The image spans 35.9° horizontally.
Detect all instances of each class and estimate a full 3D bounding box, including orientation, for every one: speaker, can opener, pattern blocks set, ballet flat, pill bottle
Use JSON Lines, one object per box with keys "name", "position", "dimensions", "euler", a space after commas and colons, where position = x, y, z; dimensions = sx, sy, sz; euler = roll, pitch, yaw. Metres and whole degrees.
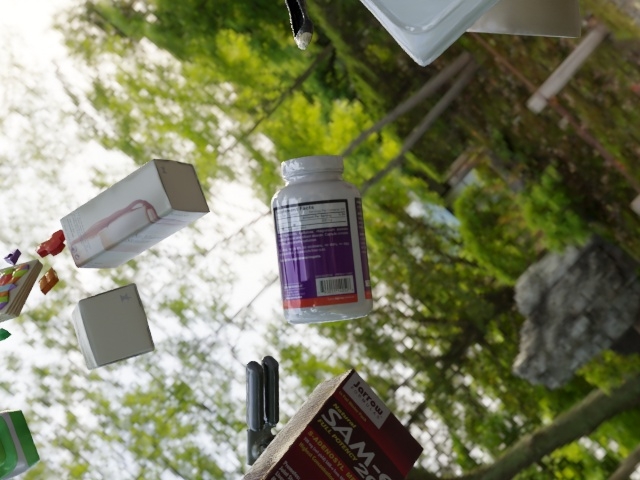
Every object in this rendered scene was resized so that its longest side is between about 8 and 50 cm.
{"name": "speaker", "position": [-0.680, 0.418, 1.824], "dimensions": [0.131, 0.296, 0.131], "euler": [53, 154, 39]}
{"name": "can opener", "position": [-0.137, 0.363, 2.129], "dimensions": [0.076, 0.283, 0.095], "euler": [-15, -147, -28]}
{"name": "pattern blocks set", "position": [-0.689, 0.114, 2.156], "dimensions": [0.026, 0.285, 0.325], "euler": [57, -162, -33]}
{"name": "ballet flat", "position": [-0.050, -0.469, 2.108], "dimensions": [0.049, 0.057, 0.173], "euler": [19, -139, -32]}
{"name": "pill bottle", "position": [0.000, 0.000, 1.958], "dimensions": [0.181, 0.181, 0.323], "euler": [6, -103, -73]}

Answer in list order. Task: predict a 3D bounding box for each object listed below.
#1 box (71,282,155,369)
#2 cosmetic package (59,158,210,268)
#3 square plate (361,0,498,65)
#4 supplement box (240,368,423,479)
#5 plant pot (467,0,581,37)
{"name": "box", "position": [-0.339, 0.144, 1.591], "dimensions": [0.275, 0.094, 0.113], "euler": [149, 104, -72]}
{"name": "cosmetic package", "position": [-0.414, -0.055, 2.198], "dimensions": [0.153, 0.296, 0.129], "euler": [2, -118, -60]}
{"name": "square plate", "position": [0.145, -0.474, 1.500], "dimensions": [0.347, 0.344, 0.049], "euler": [44, -138, -9]}
{"name": "supplement box", "position": [-0.002, 0.264, 1.049], "dimensions": [0.130, 0.073, 0.239], "euler": [49, -132, -7]}
{"name": "plant pot", "position": [0.466, -0.571, 2.278], "dimensions": [0.284, 0.191, 0.284], "euler": [4, -168, -1]}
